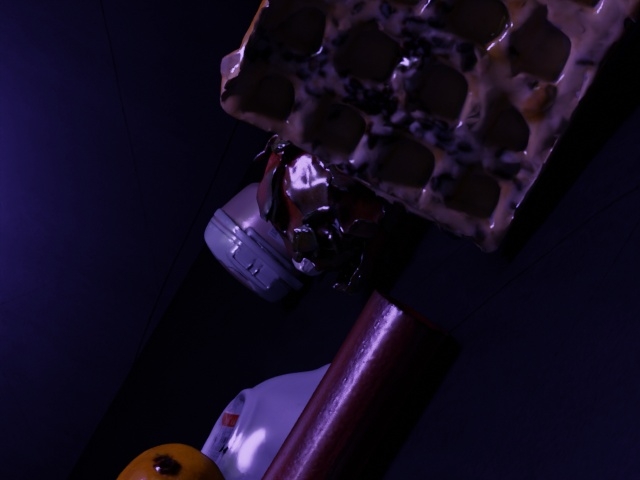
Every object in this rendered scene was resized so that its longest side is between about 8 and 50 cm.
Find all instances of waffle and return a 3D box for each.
[{"bbox_3d":[0.104,-0.206,0.917,0.376,0.261,0.114,-62,0,24],"label":"waffle"}]

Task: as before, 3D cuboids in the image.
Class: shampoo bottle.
[{"bbox_3d":[0.002,0.164,0.989,0.260,0.064,0.102,-58,10,1],"label":"shampoo bottle"}]

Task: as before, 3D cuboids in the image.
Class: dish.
[{"bbox_3d":[-0.067,0.199,1.198,0.229,0.081,0.229,-56,9,13],"label":"dish"}]

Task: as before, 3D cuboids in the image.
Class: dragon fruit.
[{"bbox_3d":[0.022,-0.055,1.287,0.188,0.182,0.182,-43,-3,-39],"label":"dragon fruit"}]

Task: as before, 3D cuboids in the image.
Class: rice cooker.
[{"bbox_3d":[-0.072,-0.001,1.689,0.127,0.145,0.206,-49,11,-5],"label":"rice cooker"}]

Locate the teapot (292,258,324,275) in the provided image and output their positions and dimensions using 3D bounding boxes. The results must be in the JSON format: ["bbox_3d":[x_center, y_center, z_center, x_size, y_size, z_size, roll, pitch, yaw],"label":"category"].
[{"bbox_3d":[0.000,0.000,1.586,0.083,0.057,0.067,-61,-8,11],"label":"teapot"}]

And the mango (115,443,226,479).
[{"bbox_3d":[-0.142,0.289,1.082,0.157,0.109,0.262,-31,-41,-59],"label":"mango"}]
